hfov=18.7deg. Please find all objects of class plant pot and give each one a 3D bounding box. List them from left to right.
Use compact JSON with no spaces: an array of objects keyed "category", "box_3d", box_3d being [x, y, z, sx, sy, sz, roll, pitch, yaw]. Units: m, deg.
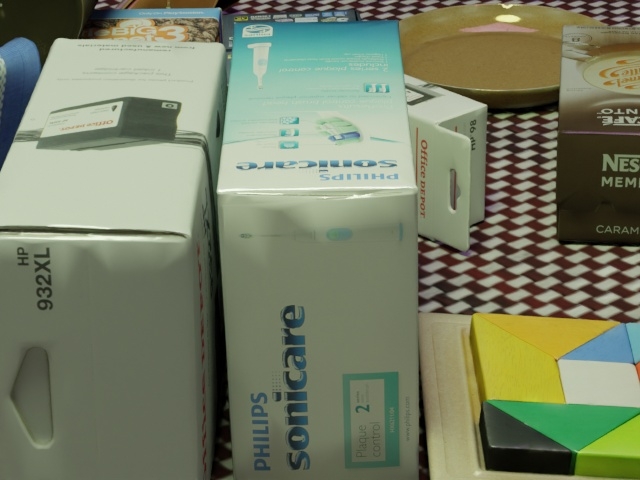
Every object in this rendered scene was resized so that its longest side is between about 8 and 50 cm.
[{"category":"plant pot","box_3d":[0.171,-0.175,1.861,0.236,0.032,0.236,-1,27,1]}]

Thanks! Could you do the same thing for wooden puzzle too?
[{"category":"wooden puzzle","box_3d":[0.177,0.103,1.256,0.221,0.044,0.238,3,25,-3]}]

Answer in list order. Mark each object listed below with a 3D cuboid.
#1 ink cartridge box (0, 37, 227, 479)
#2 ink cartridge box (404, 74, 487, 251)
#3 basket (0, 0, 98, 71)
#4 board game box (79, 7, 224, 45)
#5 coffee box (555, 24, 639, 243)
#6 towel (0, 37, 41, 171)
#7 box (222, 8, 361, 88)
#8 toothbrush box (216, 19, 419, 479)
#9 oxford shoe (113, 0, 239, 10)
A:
[{"category":"ink cartridge box","box_3d":[-0.129,0.025,1.255,0.129,0.223,0.307,1,26,1]},{"category":"ink cartridge box","box_3d":[0.077,-0.069,1.571,0.060,0.104,0.180,-21,33,-36]},{"category":"basket","box_3d":[-0.249,-0.229,1.552,0.204,0.154,0.227,-3,30,-1]},{"category":"board game box","box_3d":[-0.200,-0.071,1.550,0.232,0.141,0.291,-1,26,2]},{"category":"coffee box","box_3d":[0.267,-0.092,1.609,0.141,0.098,0.246,1,26,7]},{"category":"towel","box_3d":[-0.274,0.030,1.243,0.040,0.243,0.336,19,32,17]},{"category":"box","box_3d":[-0.071,-0.156,1.808,0.233,0.059,0.183,-3,27,-1]},{"category":"toothbrush box","box_3d":[0.000,0.000,1.308,0.126,0.216,0.295,-1,25,1]},{"category":"oxford shoe","box_3d":[-0.154,-0.226,1.953,0.076,0.076,0.212,46,52,5]}]
